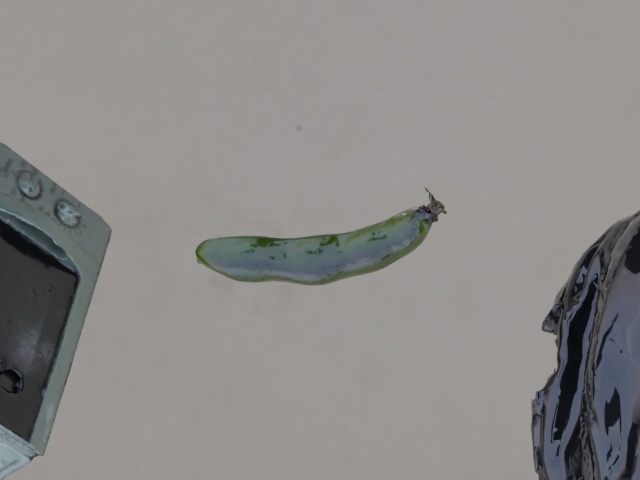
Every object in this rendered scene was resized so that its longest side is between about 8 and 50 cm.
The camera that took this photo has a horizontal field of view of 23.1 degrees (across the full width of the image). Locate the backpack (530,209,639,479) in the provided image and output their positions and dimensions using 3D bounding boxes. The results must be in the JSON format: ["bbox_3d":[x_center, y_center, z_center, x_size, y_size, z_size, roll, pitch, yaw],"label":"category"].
[{"bbox_3d":[0.378,0.122,1.163,0.446,0.255,0.363,14,80,13],"label":"backpack"}]

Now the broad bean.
[{"bbox_3d":[0.003,0.004,1.333,0.227,0.039,0.069,-15,120,18],"label":"broad bean"}]

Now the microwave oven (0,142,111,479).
[{"bbox_3d":[-0.343,0.093,1.496,0.181,0.295,0.237,38,128,-26],"label":"microwave oven"}]
